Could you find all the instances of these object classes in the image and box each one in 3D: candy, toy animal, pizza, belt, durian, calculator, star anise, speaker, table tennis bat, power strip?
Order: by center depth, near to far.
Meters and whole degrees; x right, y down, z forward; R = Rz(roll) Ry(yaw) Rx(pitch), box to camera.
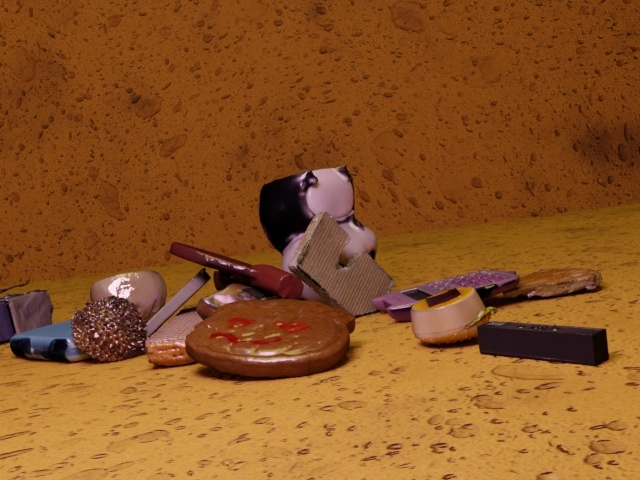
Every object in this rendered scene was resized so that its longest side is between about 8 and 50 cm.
[{"bbox_3d":[0.314,0.144,1.127,0.040,0.046,0.191,-10,5,-40],"label":"speaker"},{"bbox_3d":[-0.391,0.162,1.521,0.188,0.091,0.148,30,28,10],"label":"durian"},{"bbox_3d":[-0.138,0.138,1.571,0.143,0.101,0.271,25,7,10],"label":"candy"},{"bbox_3d":[0.259,0.107,1.586,0.294,0.043,0.194,-14,5,-8],"label":"calculator"},{"bbox_3d":[0.464,0.092,1.614,0.262,0.034,0.181,-11,6,-30],"label":"pizza"},{"bbox_3d":[-0.156,0.060,1.615,0.268,0.051,0.414,19,-3,-32],"label":"table tennis bat"},{"bbox_3d":[-0.522,0.208,1.642,0.293,0.051,0.173,-3,8,41],"label":"calculator"},{"bbox_3d":[-0.312,0.142,1.642,0.227,0.029,0.080,-43,5,12],"label":"power strip"},{"bbox_3d":[0.000,0.000,1.795,0.250,0.310,0.251,-14,-2,-1],"label":"toy animal"},{"bbox_3d":[-0.172,0.116,1.894,0.212,0.111,0.196,-1,5,-42],"label":"star anise"},{"bbox_3d":[-0.765,0.178,1.960,0.139,0.126,0.230,-8,3,16],"label":"belt"}]

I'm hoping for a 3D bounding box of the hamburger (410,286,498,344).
[{"bbox_3d":[0.218,0.127,1.289,0.141,0.082,0.126,-21,5,-13],"label":"hamburger"}]

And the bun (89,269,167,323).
[{"bbox_3d":[-0.464,0.146,1.902,0.178,0.128,0.193,-10,-6,-28],"label":"bun"}]

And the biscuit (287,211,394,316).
[{"bbox_3d":[0.047,0.066,1.625,0.046,0.147,0.250,-11,-44,48],"label":"biscuit"}]

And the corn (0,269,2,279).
[{"bbox_3d":[-0.937,0.147,1.897,0.344,0.131,0.131,-37,13,-15],"label":"corn"}]

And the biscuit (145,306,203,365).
[{"bbox_3d":[-0.256,0.180,1.543,0.094,0.054,0.379,-7,4,2],"label":"biscuit"}]

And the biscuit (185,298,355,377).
[{"bbox_3d":[-0.079,0.152,1.305,0.272,0.049,0.257,4,18,18],"label":"biscuit"}]
